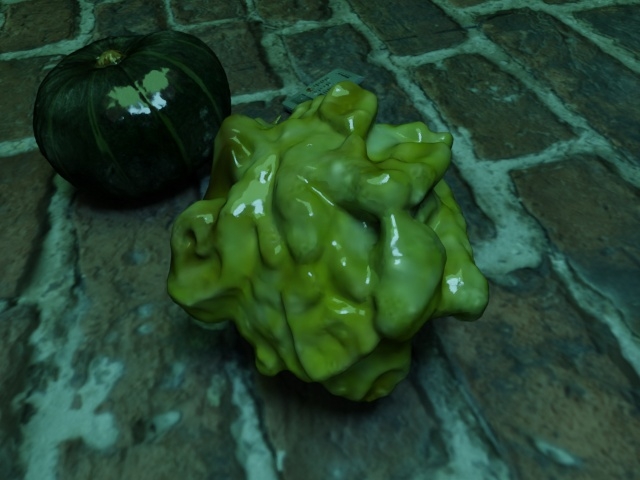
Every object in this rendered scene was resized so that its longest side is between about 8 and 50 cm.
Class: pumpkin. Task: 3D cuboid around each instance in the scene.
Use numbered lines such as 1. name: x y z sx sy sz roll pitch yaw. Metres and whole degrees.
1. pumpkin: -0.275 -0.190 0.896 0.299 0.207 0.300 -12 44 12

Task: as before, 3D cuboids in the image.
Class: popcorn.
1. popcorn: 0.018 -0.004 0.597 0.311 0.312 0.312 -2 42 2

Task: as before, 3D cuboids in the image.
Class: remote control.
1. remote control: 0.008 -0.270 1.088 0.162 0.029 0.061 -38 50 -26
